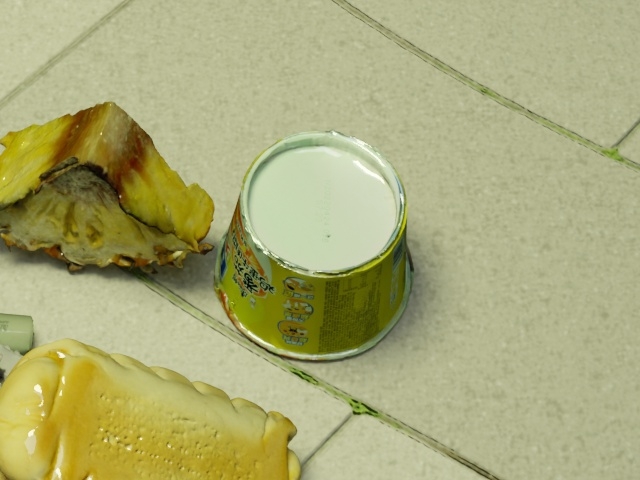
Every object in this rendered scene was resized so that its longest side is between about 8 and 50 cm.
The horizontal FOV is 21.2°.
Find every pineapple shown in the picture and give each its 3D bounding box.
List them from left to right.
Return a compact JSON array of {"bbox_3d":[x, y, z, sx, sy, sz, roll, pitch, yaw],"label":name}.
[{"bbox_3d":[-0.213,-0.053,1.640,0.236,0.186,0.115,9,60,7],"label":"pineapple"}]

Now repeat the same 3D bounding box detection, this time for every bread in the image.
[{"bbox_3d":[-0.156,0.194,1.492,0.311,0.121,0.173,26,60,-32],"label":"bread"}]

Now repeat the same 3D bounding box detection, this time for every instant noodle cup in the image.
[{"bbox_3d":[0.000,0.000,1.653,0.205,0.153,0.205,2,63,-4],"label":"instant noodle cup"}]

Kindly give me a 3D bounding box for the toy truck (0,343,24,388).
[{"bbox_3d":[-0.325,0.173,1.480,0.136,0.111,0.286,34,46,-21],"label":"toy truck"}]

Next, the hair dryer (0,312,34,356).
[{"bbox_3d":[-0.373,0.051,1.649,0.219,0.088,0.225,19,47,-2],"label":"hair dryer"}]
